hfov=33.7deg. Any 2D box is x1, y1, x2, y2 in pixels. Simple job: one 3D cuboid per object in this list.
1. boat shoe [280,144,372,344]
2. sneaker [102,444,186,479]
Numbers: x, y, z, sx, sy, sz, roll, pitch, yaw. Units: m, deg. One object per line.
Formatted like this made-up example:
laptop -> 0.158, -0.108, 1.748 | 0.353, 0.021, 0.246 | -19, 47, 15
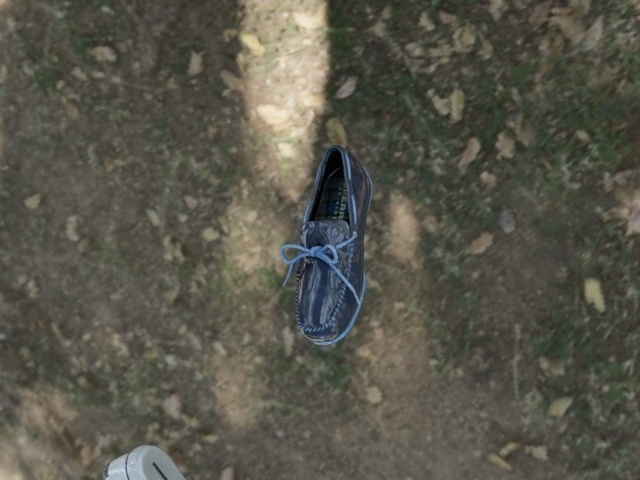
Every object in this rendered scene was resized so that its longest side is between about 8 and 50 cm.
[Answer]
boat shoe -> 0.000, 0.000, 1.300 | 0.109, 0.258, 0.089 | -10, 146, 20
sneaker -> -0.210, 0.396, 1.487 | 0.091, 0.094, 0.258 | -19, 108, 31
